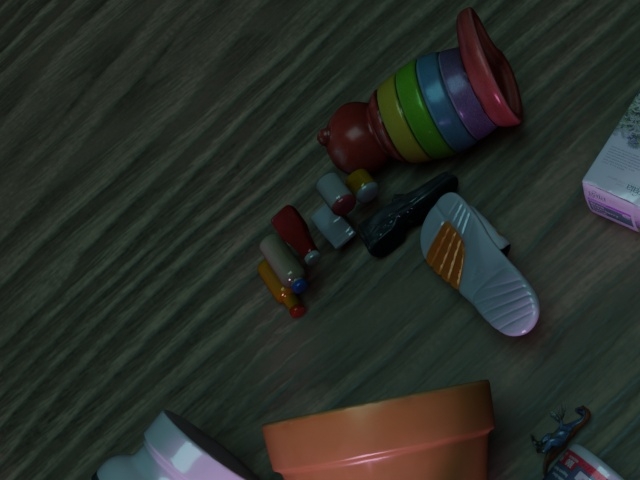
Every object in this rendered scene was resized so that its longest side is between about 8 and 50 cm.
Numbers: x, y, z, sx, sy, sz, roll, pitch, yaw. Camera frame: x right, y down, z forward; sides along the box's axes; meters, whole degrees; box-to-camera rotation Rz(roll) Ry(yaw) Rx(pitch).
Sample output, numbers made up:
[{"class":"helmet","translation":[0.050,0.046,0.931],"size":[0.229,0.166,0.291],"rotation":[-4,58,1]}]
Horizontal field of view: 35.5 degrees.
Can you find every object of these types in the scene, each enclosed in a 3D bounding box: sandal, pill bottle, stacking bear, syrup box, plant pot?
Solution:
[{"class":"sandal","translation":[0.230,0.042,1.389],"size":[0.102,0.076,0.265],"rotation":[-53,44,21]},{"class":"pill bottle","translation":[0.292,0.346,1.209],"size":[0.108,0.108,0.180],"rotation":[39,85,31]},{"class":"stacking bear","translation":[0.138,-0.189,1.493],"size":[0.289,0.175,0.164],"rotation":[-23,53,22]},{"class":"syrup box","translation":[0.460,-0.134,1.360],"size":[0.093,0.096,0.237],"rotation":[29,81,32]},{"class":"pill bottle","translation":[-0.259,0.422,1.344],"size":[0.210,0.210,0.363],"rotation":[34,84,31]},{"class":"plant pot","translation":[0.088,0.298,1.233],"size":[0.290,0.291,0.204],"rotation":[-15,79,16]}]

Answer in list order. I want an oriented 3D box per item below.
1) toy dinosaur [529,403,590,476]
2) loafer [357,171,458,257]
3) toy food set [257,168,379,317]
[{"class":"toy dinosaur","translation":[0.315,0.250,1.296],"size":[0.082,0.047,0.090],"rotation":[-17,95,5]},{"class":"loafer","translation":[0.127,-0.051,1.484],"size":[0.170,0.062,0.061],"rotation":[-37,54,2]},{"class":"toy food set","translation":[0.000,0.000,1.472],"size":[0.232,0.111,0.104],"rotation":[-41,60,10]}]
